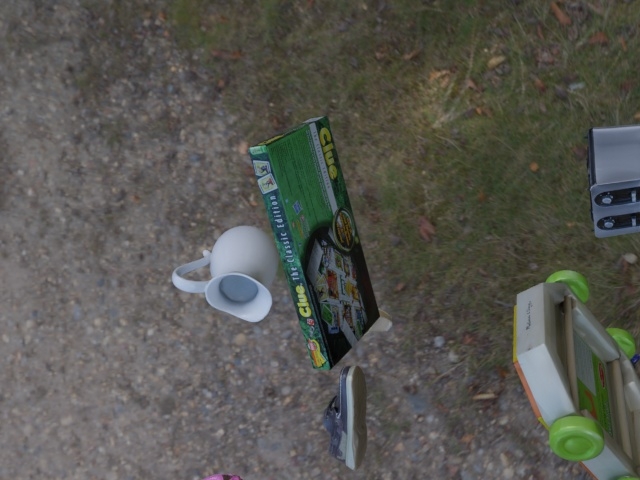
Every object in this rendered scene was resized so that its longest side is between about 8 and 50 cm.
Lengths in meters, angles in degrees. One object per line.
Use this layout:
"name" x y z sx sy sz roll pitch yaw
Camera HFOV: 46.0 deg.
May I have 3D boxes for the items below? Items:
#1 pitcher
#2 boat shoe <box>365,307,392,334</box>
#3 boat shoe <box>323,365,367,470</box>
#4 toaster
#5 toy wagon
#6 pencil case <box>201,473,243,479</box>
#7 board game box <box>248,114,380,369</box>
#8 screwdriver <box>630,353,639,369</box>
"pitcher" -0.166 0.048 1.360 0.178 0.207 0.125 16 115 -6
"boat shoe" 0.080 0.169 1.562 0.063 0.170 0.059 -67 27 21
"boat shoe" 0.050 0.394 1.675 0.093 0.103 0.285 8 126 18
"toaster" 0.576 -0.122 1.469 0.110 0.168 0.185 -4 52 20
"toy wagon" 0.358 0.207 0.935 0.068 0.267 0.344 -31 114 32
"pencil case" -0.147 0.460 1.176 0.098 0.095 0.209 -52 31 20
"board game box" 0.000 0.000 0.855 0.030 0.136 0.259 -5 108 35
"screwdriver" 0.531 0.181 1.241 0.170 0.024 0.025 -37 28 -21
